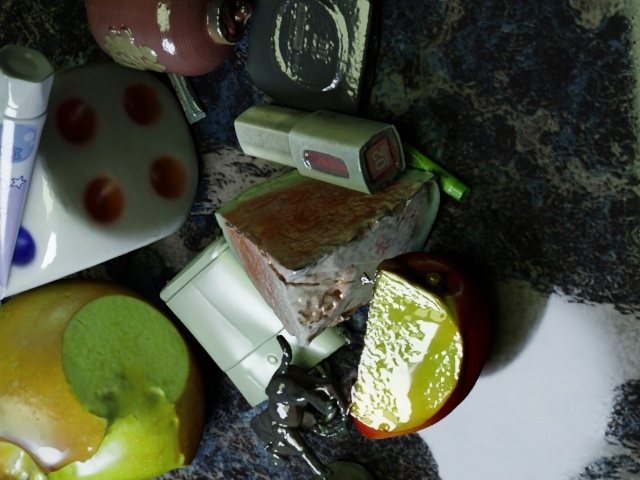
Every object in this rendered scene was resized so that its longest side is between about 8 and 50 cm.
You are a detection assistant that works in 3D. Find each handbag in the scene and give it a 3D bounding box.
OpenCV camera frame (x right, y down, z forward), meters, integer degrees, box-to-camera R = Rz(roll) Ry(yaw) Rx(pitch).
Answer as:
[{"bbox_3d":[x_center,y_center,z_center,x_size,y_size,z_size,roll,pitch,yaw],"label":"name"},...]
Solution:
[{"bbox_3d":[-0.075,0.135,1.668,0.315,0.109,0.241,48,129,-3],"label":"handbag"}]

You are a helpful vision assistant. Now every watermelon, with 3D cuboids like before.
[{"bbox_3d":[0.000,0.000,1.467,0.310,0.232,0.193,0,144,8],"label":"watermelon"}]

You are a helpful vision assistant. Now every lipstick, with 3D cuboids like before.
[{"bbox_3d":[-0.007,-0.129,1.485,0.253,0.077,0.079,20,137,44],"label":"lipstick"}]

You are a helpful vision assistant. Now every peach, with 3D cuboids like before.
[{"bbox_3d":[0.134,0.147,1.449,0.154,0.159,0.267,20,114,23],"label":"peach"}]

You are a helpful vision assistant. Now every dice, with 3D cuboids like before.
[{"bbox_3d":[-0.384,-0.089,1.655,0.304,0.304,0.277,-15,96,38],"label":"dice"}]

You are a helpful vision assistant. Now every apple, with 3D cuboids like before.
[{"bbox_3d":[-0.376,0.246,1.735,0.384,0.374,0.374,28,120,21],"label":"apple"}]

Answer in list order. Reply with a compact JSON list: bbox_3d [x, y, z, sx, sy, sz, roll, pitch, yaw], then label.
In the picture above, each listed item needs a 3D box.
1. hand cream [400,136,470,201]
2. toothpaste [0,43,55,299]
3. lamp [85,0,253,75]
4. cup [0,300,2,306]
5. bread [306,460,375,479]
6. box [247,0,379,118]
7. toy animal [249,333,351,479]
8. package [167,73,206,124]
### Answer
[{"bbox_3d":[0.138,-0.091,1.453,0.122,0.023,0.036,36,131,22],"label":"hand cream"},{"bbox_3d":[-0.414,-0.082,1.451,0.125,0.080,0.371,40,132,14],"label":"toothpaste"},{"bbox_3d":[-0.211,-0.316,1.534,0.258,0.180,0.180,12,112,33],"label":"lamp"},{"bbox_3d":[-0.704,0.178,2.033,0.185,0.241,0.226,41,124,-21],"label":"cup"},{"bbox_3d":[0.017,0.412,1.635,0.134,0.141,0.148,-38,81,37],"label":"bread"},{"bbox_3d":[-0.015,-0.268,1.494,0.201,0.042,0.212,24,120,26],"label":"box"},{"bbox_3d":[-0.035,0.248,1.604,0.148,0.084,0.233,16,129,18],"label":"toy animal"},{"bbox_3d":[-0.203,-0.225,1.661,0.037,0.015,0.110,-26,88,39],"label":"package"}]
